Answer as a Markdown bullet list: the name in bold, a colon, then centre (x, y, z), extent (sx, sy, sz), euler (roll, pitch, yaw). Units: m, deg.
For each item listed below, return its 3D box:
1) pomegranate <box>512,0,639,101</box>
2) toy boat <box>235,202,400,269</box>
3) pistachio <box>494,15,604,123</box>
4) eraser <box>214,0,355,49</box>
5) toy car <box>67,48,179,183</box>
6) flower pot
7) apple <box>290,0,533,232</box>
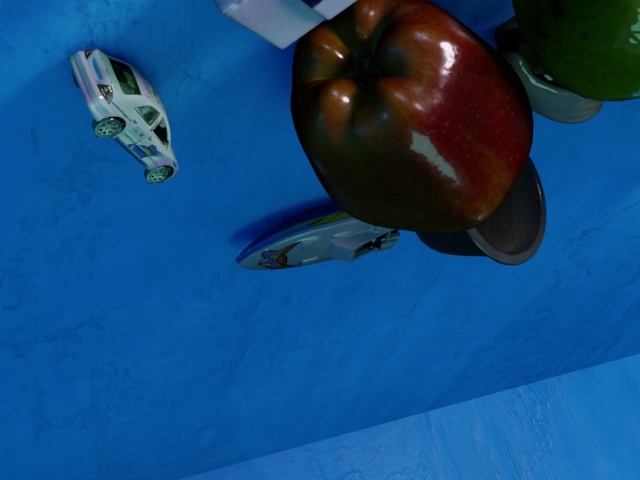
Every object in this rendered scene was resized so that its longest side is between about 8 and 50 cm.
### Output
- **pomegranate**: centre (0.387, -0.285, 1.170), extent (0.358, 0.216, 0.310), euler (15, 140, 13)
- **toy boat**: centre (0.000, 0.000, 1.702), extent (0.295, 0.088, 0.129), euler (-15, 153, -13)
- **pistachio**: centre (0.322, -0.243, 1.418), extent (0.153, 0.138, 0.238), euler (7, 171, 35)
- **eraser**: centre (0.025, -0.326, 1.091), extent (0.287, 0.086, 0.130), euler (-32, 152, 22)
- **toy car**: centre (-0.227, -0.152, 1.242), extent (0.076, 0.090, 0.224), euler (-30, 154, 5)
- **flower pot**: centre (0.238, -0.062, 1.654), extent (0.235, 0.235, 0.148), euler (5, 164, -42)
- **apple**: centre (0.110, -0.155, 1.279), extent (0.288, 0.288, 0.317), euler (-29, 143, 16)
